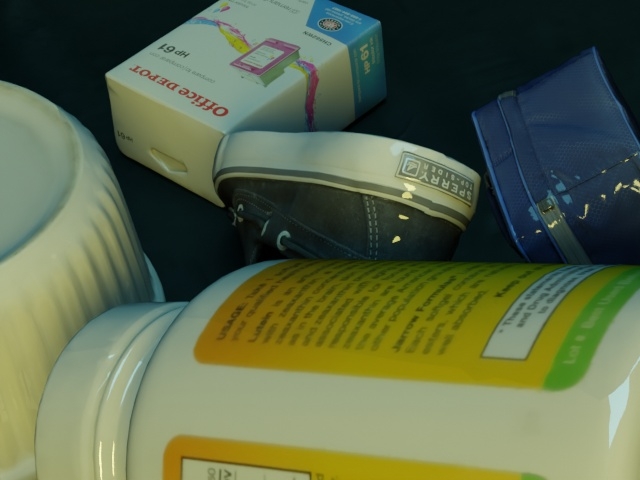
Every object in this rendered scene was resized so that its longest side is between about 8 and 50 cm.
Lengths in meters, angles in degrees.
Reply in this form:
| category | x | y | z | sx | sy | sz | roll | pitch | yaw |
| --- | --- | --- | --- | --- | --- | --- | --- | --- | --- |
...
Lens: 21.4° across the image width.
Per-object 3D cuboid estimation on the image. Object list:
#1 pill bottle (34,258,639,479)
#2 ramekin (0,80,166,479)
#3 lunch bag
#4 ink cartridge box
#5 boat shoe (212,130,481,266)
| category | x | y | z | sx | sy | sz | roll | pitch | yaw |
| --- | --- | --- | --- | --- | --- | --- | --- | --- | --- |
| pill bottle | 0.024 | 0.074 | 0.557 | 0.246 | 0.136 | 0.136 | 1 | 36 | 40 |
| ramekin | -0.174 | 0.017 | 0.739 | 0.207 | 0.109 | 0.207 | -3 | 40 | 2 |
| lunch bag | 0.096 | -0.022 | 0.650 | 0.065 | 0.067 | 0.098 | -28 | 38 | 13 |
| ink cartridge box | -0.038 | -0.080 | 0.883 | 0.088 | 0.052 | 0.122 | 27 | 51 | 32 |
| boat shoe | 0.000 | 0.000 | 0.727 | 0.080 | 0.076 | 0.228 | 20 | -5 | -22 |
